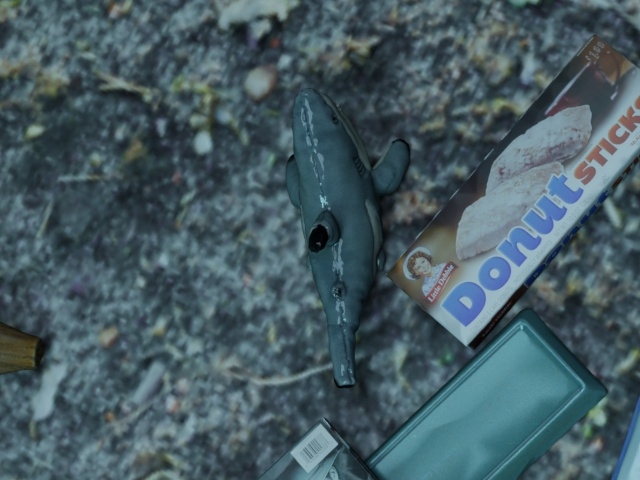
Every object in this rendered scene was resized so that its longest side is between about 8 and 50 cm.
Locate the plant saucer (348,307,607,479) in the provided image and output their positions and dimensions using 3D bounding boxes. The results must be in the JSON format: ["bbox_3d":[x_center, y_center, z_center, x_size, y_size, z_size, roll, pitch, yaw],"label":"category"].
[{"bbox_3d":[0.065,0.124,1.052,0.192,0.018,0.067,-44,69,5],"label":"plant saucer"}]

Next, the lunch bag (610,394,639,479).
[{"bbox_3d":[0.207,0.063,0.936,0.090,0.176,0.219,15,82,20],"label":"lunch bag"}]

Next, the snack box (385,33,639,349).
[{"bbox_3d":[0.118,-0.027,1.064,0.064,0.022,0.178,42,92,19],"label":"snack box"}]

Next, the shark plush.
[{"bbox_3d":[0.000,0.000,1.071,0.073,0.067,0.161,5,80,18],"label":"shark plush"}]

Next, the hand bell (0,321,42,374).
[{"bbox_3d":[-0.285,0.056,1.145,0.242,0.126,0.126,7,80,6],"label":"hand bell"}]

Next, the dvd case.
[{"bbox_3d":[0.009,0.168,1.043,0.087,0.013,0.119,-45,71,4],"label":"dvd case"}]
